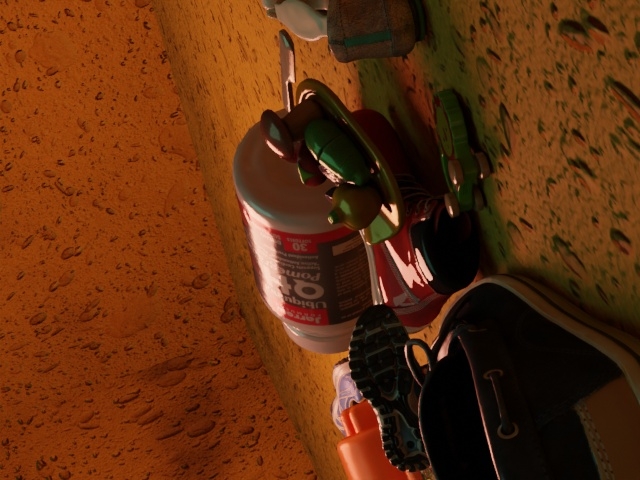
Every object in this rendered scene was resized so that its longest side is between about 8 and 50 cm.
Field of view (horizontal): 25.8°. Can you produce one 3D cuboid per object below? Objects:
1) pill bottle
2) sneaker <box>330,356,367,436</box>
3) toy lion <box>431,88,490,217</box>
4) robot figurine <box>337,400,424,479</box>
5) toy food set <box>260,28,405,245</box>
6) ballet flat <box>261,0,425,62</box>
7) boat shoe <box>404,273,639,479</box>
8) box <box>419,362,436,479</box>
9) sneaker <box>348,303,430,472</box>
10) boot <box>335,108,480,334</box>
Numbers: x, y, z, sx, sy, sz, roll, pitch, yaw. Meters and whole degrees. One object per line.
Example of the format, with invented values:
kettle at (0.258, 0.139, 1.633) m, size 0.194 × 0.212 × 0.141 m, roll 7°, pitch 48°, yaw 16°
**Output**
pill bottle at (0.000, 0.000, 1.682) m, size 0.318 × 0.176 × 0.176 m, roll 81°, pitch 165°, yaw -54°
sneaker at (0.061, 0.278, 2.265) m, size 0.211 × 0.080 × 0.081 m, roll 77°, pitch 171°, yaw -49°
toy lion at (0.120, -0.083, 1.255) m, size 0.100 × 0.034 × 0.096 m, roll 86°, pitch 168°, yaw -63°
robot figurine at (0.104, 0.330, 1.983) m, size 0.128 × 0.158 × 0.219 m, roll -10°, pitch -104°, yaw -58°
toy food set at (-0.007, -0.081, 1.353) m, size 0.218 × 0.071 × 0.128 m, roll 53°, pitch 161°, yaw 22°
ballet flat at (-0.001, -0.246, 1.350) m, size 0.316 × 0.106 × 0.107 m, roll -128°, pitch 20°, yaw -63°
boat shoe at (0.153, 0.141, 1.163) m, size 0.500 × 0.156 × 0.187 m, roll -155°, pitch 44°, yaw -81°
box at (0.150, 0.253, 1.786) m, size 0.233 × 0.044 × 0.159 m, roll 99°, pitch 150°, yaw -73°
sneaker at (0.070, 0.137, 1.332) m, size 0.073 × 0.063 × 0.162 m, roll -53°, pitch -50°, yaw -74°
boot at (0.090, -0.047, 1.393) m, size 0.176 × 0.088 × 0.244 m, roll 125°, pitch 133°, yaw -62°
